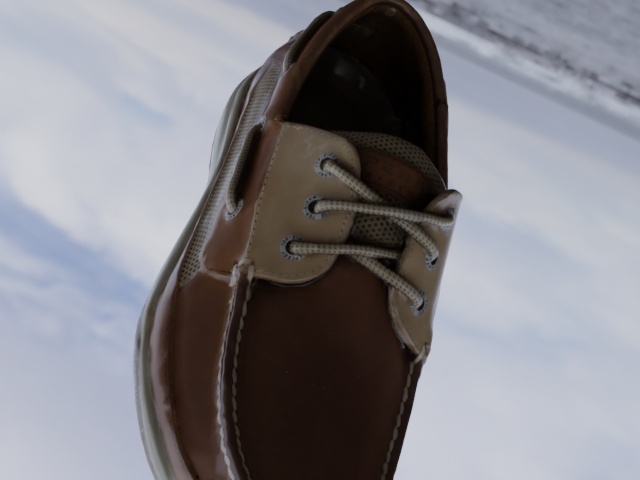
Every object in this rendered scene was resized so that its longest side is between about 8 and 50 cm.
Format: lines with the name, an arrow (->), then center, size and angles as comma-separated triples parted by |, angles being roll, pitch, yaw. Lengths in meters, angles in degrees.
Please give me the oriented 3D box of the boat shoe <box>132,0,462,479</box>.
boat shoe -> 0.000, 0.000, 0.609 | 0.123, 0.116, 0.324 | 24, -139, -20
